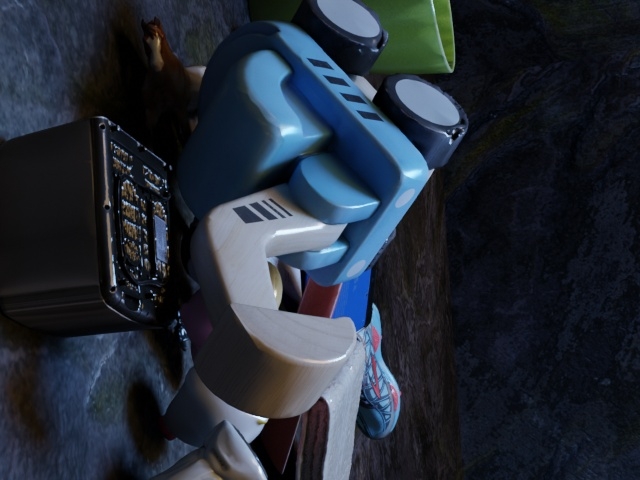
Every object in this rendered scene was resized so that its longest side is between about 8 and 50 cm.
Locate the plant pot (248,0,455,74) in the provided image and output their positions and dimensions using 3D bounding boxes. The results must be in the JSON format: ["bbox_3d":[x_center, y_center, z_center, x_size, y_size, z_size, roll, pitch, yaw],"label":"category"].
[{"bbox_3d":[0.045,-0.378,2.092,0.275,0.294,0.274,-9,90,-77],"label":"plant pot"}]

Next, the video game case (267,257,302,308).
[{"bbox_3d":[-0.093,-0.055,1.786,0.269,0.061,0.244,51,34,-68],"label":"video game case"}]

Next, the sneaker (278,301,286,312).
[{"bbox_3d":[-0.084,0.110,1.699,0.192,0.064,0.086,-75,159,-55],"label":"sneaker"}]

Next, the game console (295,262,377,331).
[{"bbox_3d":[0.000,0.000,2.044,0.250,0.173,0.293,-29,136,-41],"label":"game console"}]

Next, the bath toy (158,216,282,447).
[{"bbox_3d":[-0.111,0.093,1.466,0.151,0.129,0.348,37,35,-31],"label":"bath toy"}]

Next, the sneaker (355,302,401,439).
[{"bbox_3d":[0.055,0.231,2.252,0.125,0.104,0.261,-34,112,-57],"label":"sneaker"}]

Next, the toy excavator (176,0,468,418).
[{"bbox_3d":[-0.040,-0.040,1.336,0.445,0.222,0.433,-15,57,-48],"label":"toy excavator"}]

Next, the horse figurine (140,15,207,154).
[{"bbox_3d":[-0.154,-0.153,1.552,0.263,0.066,0.174,5,76,-71],"label":"horse figurine"}]

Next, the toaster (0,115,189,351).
[{"bbox_3d":[-0.197,0.002,1.149,0.168,0.110,0.185,39,44,-72],"label":"toaster"}]

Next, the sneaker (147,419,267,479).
[{"bbox_3d":[-0.123,0.295,1.338,0.110,0.118,0.292,48,-26,31],"label":"sneaker"}]

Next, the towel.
[{"bbox_3d":[0.008,0.294,1.841,0.187,0.049,0.282,-53,153,-63],"label":"towel"}]

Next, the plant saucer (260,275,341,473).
[{"bbox_3d":[-0.019,0.138,1.760,0.259,0.048,0.258,107,2,-46],"label":"plant saucer"}]
